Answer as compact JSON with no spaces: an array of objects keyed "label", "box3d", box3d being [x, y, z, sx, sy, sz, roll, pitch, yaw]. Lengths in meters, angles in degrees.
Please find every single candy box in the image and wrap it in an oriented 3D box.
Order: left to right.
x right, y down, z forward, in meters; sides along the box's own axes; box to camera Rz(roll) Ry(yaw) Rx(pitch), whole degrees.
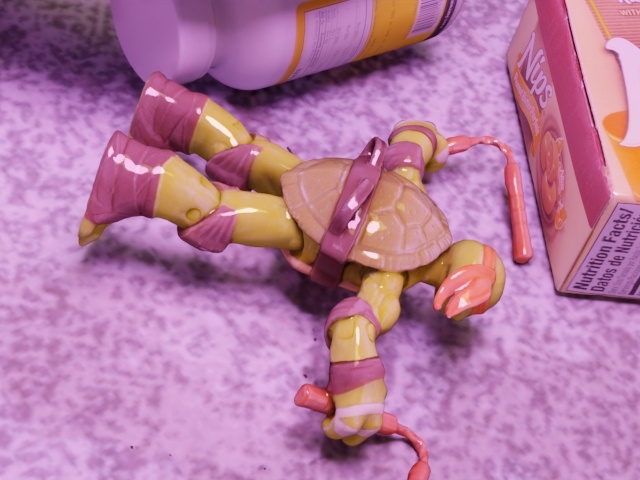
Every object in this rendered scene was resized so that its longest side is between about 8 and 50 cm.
[{"label":"candy box","box3d":[0.277,-0.052,0.913,0.316,0.087,0.183,5,49,-13]}]

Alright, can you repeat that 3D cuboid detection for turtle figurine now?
[{"label":"turtle figurine","box3d":[0.000,0.000,0.780,0.217,0.087,0.269,20,47,0]}]

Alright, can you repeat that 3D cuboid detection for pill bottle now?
[{"label":"pill bottle","box3d":[-0.017,-0.141,0.887,0.184,0.103,0.103,-19,58,-31]}]
